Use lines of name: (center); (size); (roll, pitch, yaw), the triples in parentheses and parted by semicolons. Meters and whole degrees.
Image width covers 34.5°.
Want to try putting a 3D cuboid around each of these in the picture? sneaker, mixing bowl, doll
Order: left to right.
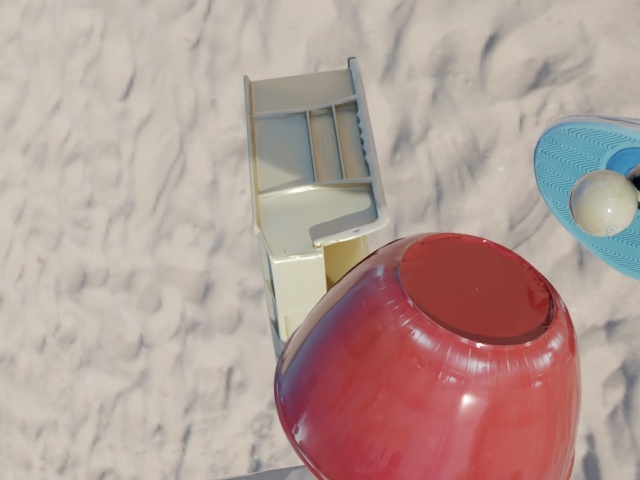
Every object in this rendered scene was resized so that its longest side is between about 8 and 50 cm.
mixing bowl: (0.072, 0.060, 0.568); (0.181, 0.181, 0.098); (51, 140, 34)
sneaker: (0.347, -0.042, 0.852); (0.319, 0.208, 0.127); (27, 128, 17)
doll: (0.227, -0.045, 0.557); (0.189, 0.129, 0.046); (-16, 79, 8)

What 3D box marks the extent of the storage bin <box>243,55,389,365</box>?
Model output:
storage bin: (0.000, 0.000, 1.056); (0.262, 0.123, 0.260); (85, 178, -47)

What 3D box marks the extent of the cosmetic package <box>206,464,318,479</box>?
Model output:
cosmetic package: (-0.011, 0.315, 0.818); (0.161, 0.453, 0.230); (27, 102, 36)
